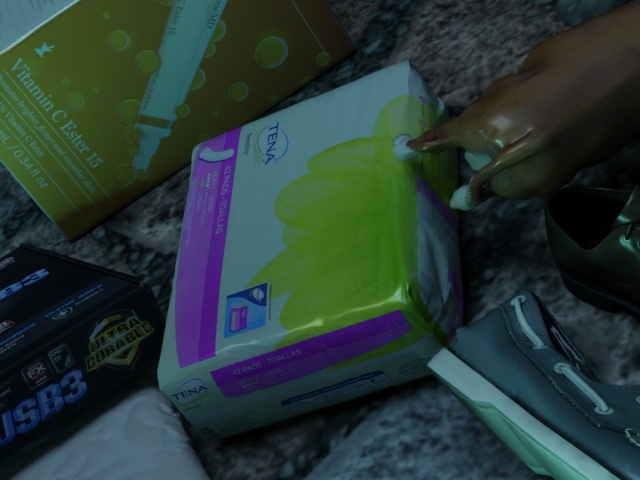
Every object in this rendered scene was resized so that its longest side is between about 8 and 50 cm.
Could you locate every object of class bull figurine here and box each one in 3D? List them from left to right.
[{"bbox_3d":[0.204,-0.112,1.137,0.310,0.101,0.188,-27,3,-32],"label":"bull figurine"}]

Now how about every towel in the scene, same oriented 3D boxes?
[{"bbox_3d":[-0.236,0.221,1.127,0.317,0.053,0.332,-27,26,-7],"label":"towel"}]

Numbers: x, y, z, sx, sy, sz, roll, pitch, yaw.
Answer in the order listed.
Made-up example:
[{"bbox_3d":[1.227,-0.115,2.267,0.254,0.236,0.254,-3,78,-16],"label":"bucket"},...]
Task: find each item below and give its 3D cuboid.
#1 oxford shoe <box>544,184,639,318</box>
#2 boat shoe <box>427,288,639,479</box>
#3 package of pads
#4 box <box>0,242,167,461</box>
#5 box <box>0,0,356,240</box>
[{"bbox_3d":[0.240,0.013,1.030,0.227,0.096,0.083,15,58,44],"label":"oxford shoe"},{"bbox_3d":[0.186,0.117,0.943,0.099,0.116,0.319,-46,33,-7],"label":"boat shoe"},{"bbox_3d":[0.000,0.000,1.222,0.229,0.101,0.296,-20,40,20],"label":"package of pads"},{"bbox_3d":[-0.306,0.115,1.256,0.296,0.073,0.293,-33,21,-22],"label":"box"},{"bbox_3d":[-0.178,-0.201,1.483,0.345,0.215,0.168,-34,37,3],"label":"box"}]
